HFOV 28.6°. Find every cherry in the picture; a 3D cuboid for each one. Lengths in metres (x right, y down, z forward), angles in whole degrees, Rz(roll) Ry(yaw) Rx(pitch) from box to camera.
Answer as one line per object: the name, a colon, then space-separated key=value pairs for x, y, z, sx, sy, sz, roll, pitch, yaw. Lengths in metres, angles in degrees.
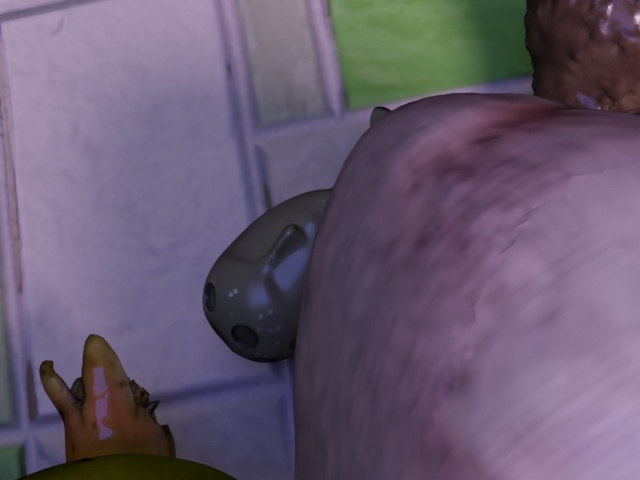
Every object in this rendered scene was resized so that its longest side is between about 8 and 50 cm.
cherry: x=0.118 y=0.118 z=0.506 sx=0.291 sy=0.335 sz=0.326 roll=-11 pitch=31 yaw=3

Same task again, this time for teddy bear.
teddy bear: x=0.207 y=-0.116 z=0.688 sx=0.190 sy=0.140 sz=0.177 roll=3 pitch=77 yaw=16

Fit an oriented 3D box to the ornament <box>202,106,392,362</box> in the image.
ornament: x=0.000 y=0.000 z=0.701 sx=0.156 sy=0.081 sz=0.075 roll=-43 pitch=69 yaw=-11

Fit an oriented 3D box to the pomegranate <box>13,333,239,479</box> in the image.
pomegranate: x=-0.105 y=0.167 z=0.598 sx=0.198 sy=0.198 sz=0.246 roll=-17 pitch=82 yaw=1
